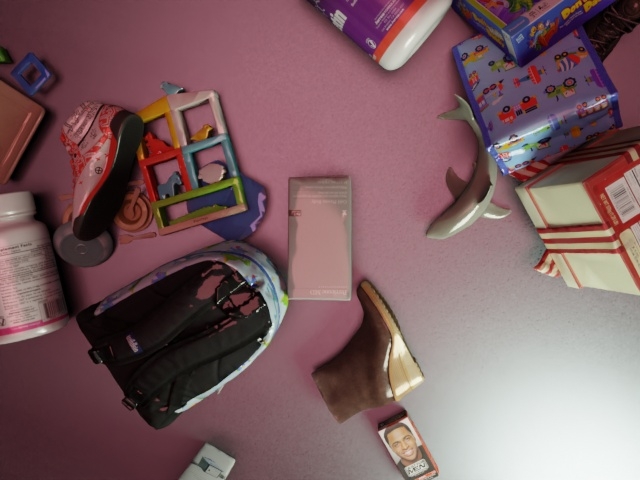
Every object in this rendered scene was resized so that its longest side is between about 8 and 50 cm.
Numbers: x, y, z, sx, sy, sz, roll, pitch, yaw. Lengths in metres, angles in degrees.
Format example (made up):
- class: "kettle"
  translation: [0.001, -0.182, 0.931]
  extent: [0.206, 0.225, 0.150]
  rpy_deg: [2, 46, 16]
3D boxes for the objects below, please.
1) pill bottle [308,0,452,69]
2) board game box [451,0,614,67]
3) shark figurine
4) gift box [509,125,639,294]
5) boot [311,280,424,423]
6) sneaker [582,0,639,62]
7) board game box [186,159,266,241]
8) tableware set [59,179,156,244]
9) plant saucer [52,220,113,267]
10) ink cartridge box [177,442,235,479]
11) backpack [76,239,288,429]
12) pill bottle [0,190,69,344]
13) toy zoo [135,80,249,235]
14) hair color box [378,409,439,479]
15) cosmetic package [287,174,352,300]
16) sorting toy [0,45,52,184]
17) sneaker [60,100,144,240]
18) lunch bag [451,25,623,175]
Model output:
- class: "pill bottle"
  translation: [0.071, -0.477, 1.190]
  extent: [0.323, 0.181, 0.181]
  rpy_deg: [41, 97, -1]
- class: "board game box"
  translation: [0.424, -0.488, 1.148]
  extent: [0.347, 0.078, 0.233]
  rpy_deg: [-36, 49, 7]
- class: "shark figurine"
  translation: [0.302, -0.131, 1.248]
  extent: [0.166, 0.116, 0.278]
  rpy_deg: [6, 98, 2]
- class: "gift box"
  translation: [0.507, -0.058, 1.164]
  extent: [0.276, 0.258, 0.255]
  rpy_deg: [-27, 96, -7]
- class: "boot"
  translation: [0.070, 0.228, 1.313]
  extent: [0.207, 0.090, 0.248]
  rpy_deg: [-26, 92, 8]
- class: "sneaker"
  translation: [0.524, -0.388, 1.196]
  extent: [0.087, 0.130, 0.227]
  rpy_deg: [38, 99, 1]
- class: "board game box"
  translation: [-0.188, -0.078, 1.327]
  extent: [0.168, 0.033, 0.133]
  rpy_deg: [30, 98, 9]
- class: "tableware set"
  translation: [-0.444, -0.049, 1.344]
  extent: [0.194, 0.039, 0.128]
  rpy_deg: [-11, 96, 5]
- class: "plant saucer"
  translation: [-0.486, 0.013, 1.333]
  extent: [0.119, 0.021, 0.119]
  rpy_deg: [-4, 125, -6]
- class: "ink cartridge box"
  translation: [-0.256, 0.517, 1.317]
  extent: [0.082, 0.191, 0.140]
  rpy_deg: [30, 97, 2]
- class: "backpack"
  translation: [-0.235, 0.149, 1.260]
  extent: [0.355, 0.273, 0.290]
  rpy_deg: [-35, 92, 31]
- class: "pill bottle"
  translation: [-0.616, 0.051, 1.306]
  extent: [0.160, 0.160, 0.283]
  rpy_deg: [-11, 95, 5]
- class: "toy zoo"
  translation: [-0.271, -0.175, 1.305]
  extent: [0.192, 0.030, 0.293]
  rpy_deg: [-16, 89, 11]
- class: "hair color box"
  translation: [0.182, 0.433, 1.351]
  extent: [0.072, 0.043, 0.141]
  rpy_deg: [-29, 93, 7]
- class: "cosmetic package"
  translation: [0.000, 0.000, 1.271]
  extent: [0.127, 0.107, 0.238]
  rpy_deg: [-2, 83, 3]
- class: "sorting toy"
  translation: [-0.675, -0.236, 1.338]
  extent: [0.196, 0.047, 0.348]
  rpy_deg: [33, 97, 4]
- class: "sneaker"
  translation: [-0.458, -0.144, 1.296]
  extent: [0.145, 0.090, 0.270]
  rpy_deg: [24, 94, 24]
- class: "lunch bag"
  translation: [0.374, -0.304, 1.177]
  extent: [0.221, 0.138, 0.293]
  rpy_deg: [-22, 65, 21]
